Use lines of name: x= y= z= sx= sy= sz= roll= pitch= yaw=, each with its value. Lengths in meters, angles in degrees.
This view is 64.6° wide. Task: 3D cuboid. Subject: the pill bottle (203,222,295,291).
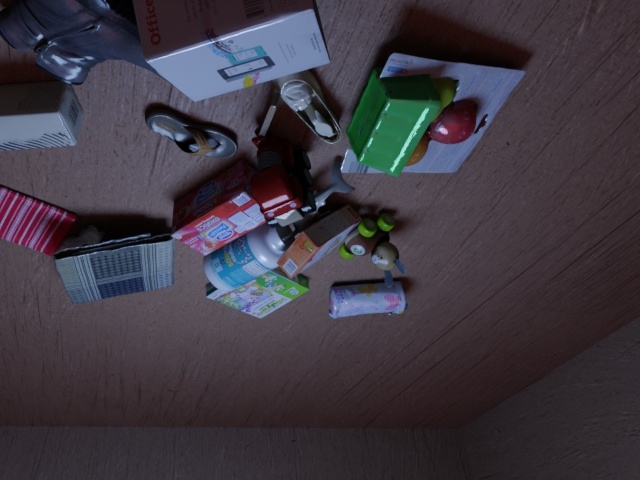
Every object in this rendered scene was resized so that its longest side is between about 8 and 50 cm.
pill bottle: x=-0.204 y=0.037 z=1.480 sx=0.264 sy=0.146 sz=0.146 roll=-29 pitch=138 yaw=24

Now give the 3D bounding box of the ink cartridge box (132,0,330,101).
ink cartridge box: x=-0.146 y=-0.387 z=0.848 sx=0.271 sy=0.197 sz=0.197 roll=-13 pitch=175 yaw=8

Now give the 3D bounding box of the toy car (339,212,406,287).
toy car: x=0.173 y=0.043 z=1.497 sx=0.149 sy=0.188 sz=0.155 roll=-17 pitch=157 yaw=-36

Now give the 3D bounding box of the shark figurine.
shark figurine: x=-0.039 y=-0.104 z=1.375 sx=0.166 sy=0.116 sz=0.278 roll=-25 pitch=164 yaw=-36

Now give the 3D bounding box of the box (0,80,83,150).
box: x=-0.654 y=-0.255 z=1.052 sx=0.276 sy=0.113 sz=0.094 roll=-4 pitch=143 yaw=-2

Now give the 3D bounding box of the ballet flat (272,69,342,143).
ballet flat: x=-0.026 y=-0.303 z=1.127 sx=0.086 sy=0.086 sz=0.248 roll=-26 pitch=139 yaw=22

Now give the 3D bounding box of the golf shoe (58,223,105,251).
golf shoe: x=-0.685 y=0.026 z=1.429 sx=0.176 sy=0.085 sz=0.069 roll=-30 pitch=139 yaw=28

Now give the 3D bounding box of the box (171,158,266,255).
box: x=-0.258 y=-0.082 z=1.335 sx=0.257 sy=0.122 sz=0.128 roll=-27 pitch=138 yaw=24

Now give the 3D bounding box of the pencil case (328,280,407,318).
pencil case: x=0.165 y=0.212 z=1.798 sx=0.274 sy=0.113 sz=0.124 roll=-3 pitch=133 yaw=-6

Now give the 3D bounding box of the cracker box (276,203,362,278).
cracker box: x=0.000 y=0.000 z=1.425 sx=0.232 sy=0.067 sz=0.155 roll=-34 pitch=168 yaw=-48

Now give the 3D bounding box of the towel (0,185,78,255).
towel: x=-0.815 y=-0.057 z=1.342 sx=0.275 sy=0.031 sz=0.199 roll=25 pitch=131 yaw=-35

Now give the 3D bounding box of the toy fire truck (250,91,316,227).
toy fire truck: x=-0.102 y=-0.185 z=1.154 sx=0.159 sy=0.216 sz=0.246 roll=-21 pitch=140 yaw=17

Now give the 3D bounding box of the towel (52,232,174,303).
towel: x=-0.581 y=0.077 z=1.470 sx=0.313 sy=0.056 sz=0.324 roll=-10 pitch=154 yaw=-22

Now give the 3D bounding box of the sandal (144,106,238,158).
sandal: x=-0.299 y=-0.238 z=1.178 sx=0.220 sy=0.060 sz=0.090 roll=22 pitch=133 yaw=-33

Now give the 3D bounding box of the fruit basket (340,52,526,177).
fruit basket: x=0.248 y=-0.283 z=1.180 sx=0.354 sy=0.165 sz=0.327 roll=-8 pitch=146 yaw=-26

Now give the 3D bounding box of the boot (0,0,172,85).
boot: x=-0.408 y=-0.367 z=0.969 sx=0.223 sy=0.118 sz=0.338 roll=-31 pitch=126 yaw=31

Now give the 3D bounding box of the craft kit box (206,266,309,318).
craft kit box: x=-0.212 y=0.159 z=1.713 sx=0.250 sy=0.060 sz=0.247 roll=-34 pitch=138 yaw=30
